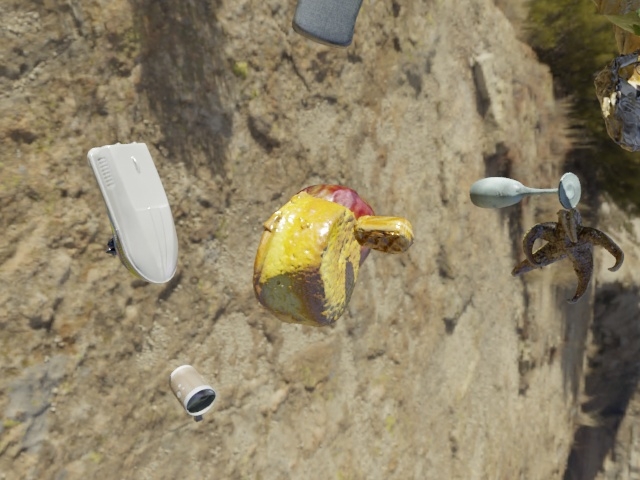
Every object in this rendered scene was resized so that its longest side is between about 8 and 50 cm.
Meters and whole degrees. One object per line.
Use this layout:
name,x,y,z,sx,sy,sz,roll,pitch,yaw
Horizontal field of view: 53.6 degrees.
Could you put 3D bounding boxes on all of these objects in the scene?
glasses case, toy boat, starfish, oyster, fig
glasses case,0.045,-0.554,1.259,0.074,0.131,0.323,-91,-161,-78
toy boat,-0.358,-0.048,1.198,0.141,0.141,0.269,-20,103,-59
starfish,0.411,0.030,1.074,0.146,0.190,0.074,45,55,-1
oyster,0.539,-0.255,1.121,0.128,0.079,0.345,50,42,-11
fig,0.004,-0.005,1.441,0.263,0.224,0.224,-57,142,-14

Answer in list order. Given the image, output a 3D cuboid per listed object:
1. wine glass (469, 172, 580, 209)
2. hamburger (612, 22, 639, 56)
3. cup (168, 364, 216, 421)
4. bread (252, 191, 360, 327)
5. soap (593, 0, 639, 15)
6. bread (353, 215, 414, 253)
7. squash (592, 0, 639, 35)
wine glass,0.507,-0.089,1.745,0.264,0.309,0.096,-39,114,-28
hamburger,0.746,-0.427,1.339,0.162,0.330,0.209,-54,164,-67
cup,-0.282,0.339,1.414,0.074,0.099,0.102,-38,134,-16
bread,-0.017,0.037,1.177,0.268,0.146,0.268,10,90,-69
soap,0.547,-0.342,0.735,0.339,0.304,0.169,-37,148,4
bread,0.112,-0.010,1.122,0.083,0.111,0.044,62,40,-50
squash,0.546,-0.425,1.041,0.260,0.189,0.189,-87,169,-71
